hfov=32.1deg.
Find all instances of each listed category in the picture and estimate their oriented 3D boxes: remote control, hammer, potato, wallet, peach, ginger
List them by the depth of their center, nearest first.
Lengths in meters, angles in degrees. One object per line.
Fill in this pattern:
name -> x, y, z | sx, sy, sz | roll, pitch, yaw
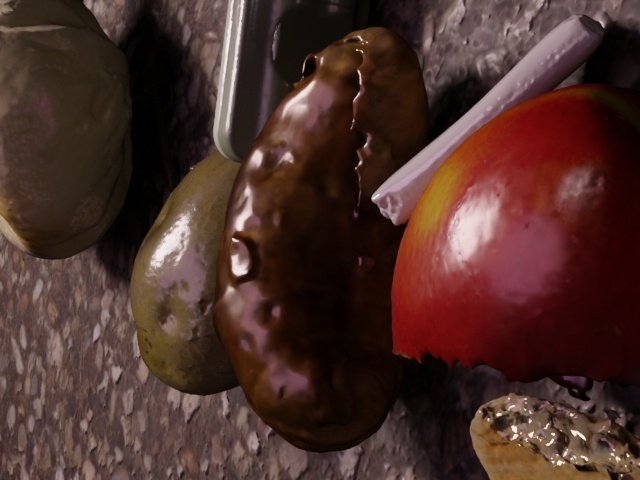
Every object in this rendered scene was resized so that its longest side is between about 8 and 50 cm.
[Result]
peach -> 0.136, 0.026, 0.644 | 0.196, 0.190, 0.226 | 45, 128, 12
wallet -> 0.110, -0.079, 0.736 | 0.190, 0.095, 0.033 | -43, 86, 20
ginger -> 0.000, 0.000, 0.864 | 0.172, 0.165, 0.321 | -3, 81, 63
remote control -> -0.008, -0.227, 0.933 | 0.065, 0.128, 0.336 | 15, 100, 54
potato -> -0.088, 0.025, 1.011 | 0.177, 0.160, 0.235 | 28, 102, 35
hammer -> -0.167, -0.062, 1.247 | 0.058, 0.029, 0.292 | -40, 57, 49

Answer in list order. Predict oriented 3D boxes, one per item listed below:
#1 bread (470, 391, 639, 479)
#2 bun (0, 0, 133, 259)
bread -> 0.187, 0.186, 0.641 | 0.250, 0.039, 0.182 | 11, 123, 56
bun -> -0.334, -0.162, 1.310 | 0.365, 0.219, 0.365 | 55, 160, 32
